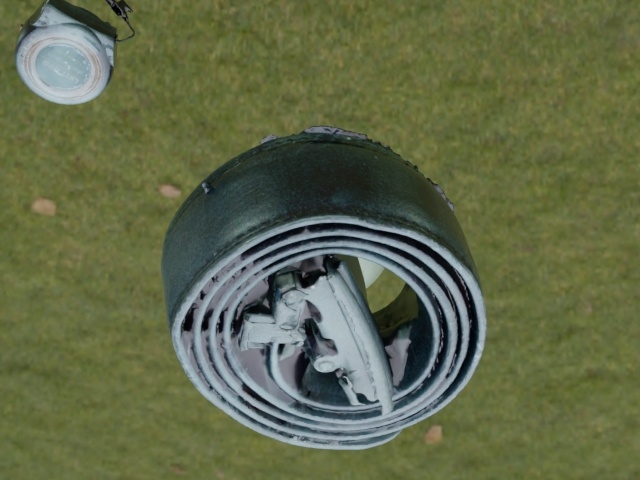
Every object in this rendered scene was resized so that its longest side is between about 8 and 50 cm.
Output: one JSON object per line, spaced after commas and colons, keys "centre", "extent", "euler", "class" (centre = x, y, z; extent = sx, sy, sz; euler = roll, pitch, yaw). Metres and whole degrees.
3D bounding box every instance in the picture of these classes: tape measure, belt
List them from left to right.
{"centre": [-0.258, -0.228, 1.108], "extent": [0.104, 0.180, 0.107], "euler": [16, 132, -36], "class": "tape measure"}
{"centre": [0.011, 0.050, 0.757], "extent": [0.206, 0.116, 0.267], "euler": [-27, 134, 13], "class": "belt"}

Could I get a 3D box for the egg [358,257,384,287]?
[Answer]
{"centre": [0.000, 0.000, 1.274], "extent": [0.192, 0.149, 0.149], "euler": [-9, 161, -46], "class": "egg"}
